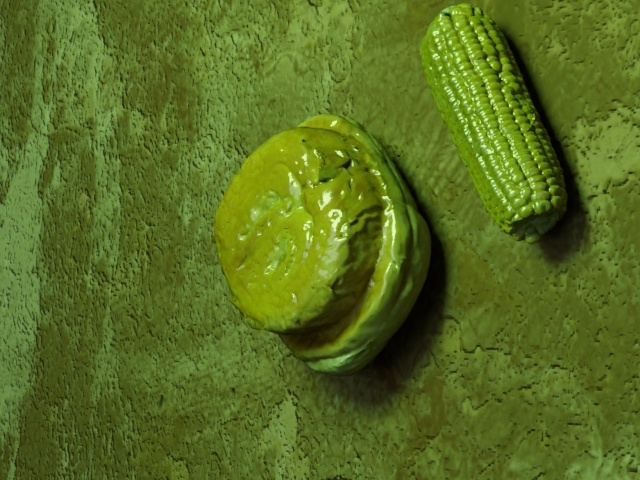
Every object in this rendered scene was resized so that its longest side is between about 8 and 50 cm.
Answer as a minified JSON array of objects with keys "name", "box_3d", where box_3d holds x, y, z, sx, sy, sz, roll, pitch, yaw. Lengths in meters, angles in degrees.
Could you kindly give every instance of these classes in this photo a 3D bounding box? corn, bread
[{"name":"corn","box_3d":[0.145,-0.104,1.648,0.080,0.080,0.238,-46,50,37]},{"name":"bread","box_3d":[0.002,-0.002,1.776,0.198,0.120,0.236,-53,48,30]}]
